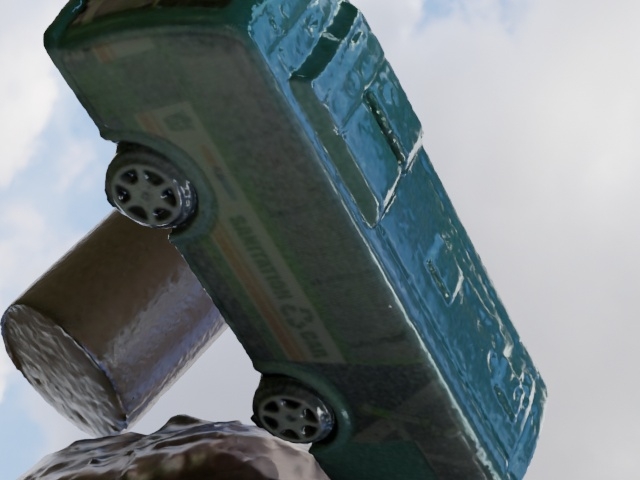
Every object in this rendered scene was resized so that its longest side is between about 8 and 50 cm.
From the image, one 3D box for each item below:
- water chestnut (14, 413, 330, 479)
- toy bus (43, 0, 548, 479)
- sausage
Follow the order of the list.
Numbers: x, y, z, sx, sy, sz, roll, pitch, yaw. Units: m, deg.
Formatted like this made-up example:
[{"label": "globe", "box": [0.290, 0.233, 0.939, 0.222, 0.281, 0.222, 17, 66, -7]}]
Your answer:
[{"label": "water chestnut", "box": [-0.071, 0.228, 0.630, 0.289, 0.289, 0.244, -34, -173, 33]}, {"label": "toy bus", "box": [0.000, 0.000, 0.512, 0.109, 0.262, 0.091, -9, -144, 33]}, {"label": "sausage", "box": [-0.102, 0.015, 0.924, 0.123, 0.123, 0.253, 2, -140, 48]}]
